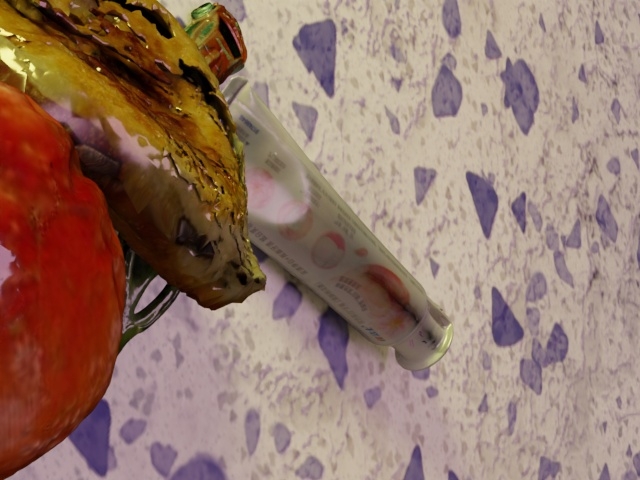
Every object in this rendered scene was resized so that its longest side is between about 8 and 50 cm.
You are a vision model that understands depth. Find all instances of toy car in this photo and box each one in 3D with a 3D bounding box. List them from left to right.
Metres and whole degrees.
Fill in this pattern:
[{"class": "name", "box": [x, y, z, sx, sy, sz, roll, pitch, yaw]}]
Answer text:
[{"class": "toy car", "box": [-0.087, -0.141, 1.422, 0.059, 0.035, 0.122, 62, 38, -19]}]

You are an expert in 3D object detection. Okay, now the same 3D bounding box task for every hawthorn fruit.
[{"class": "hawthorn fruit", "box": [-0.217, -0.004, 0.965, 0.272, 0.242, 0.242, 98, 12, -47]}]

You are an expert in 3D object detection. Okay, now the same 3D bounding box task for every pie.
[{"class": "pie", "box": [-0.140, -0.097, 1.180, 0.308, 0.085, 0.308, 43, 18, -17]}]

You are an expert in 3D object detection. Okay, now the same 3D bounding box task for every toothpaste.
[{"class": "toothpaste", "box": [0.000, 0.000, 1.490, 0.100, 0.066, 0.323, -55, 130, -12]}]

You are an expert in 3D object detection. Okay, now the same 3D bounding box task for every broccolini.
[{"class": "broccolini", "box": [-0.122, 0.016, 1.281, 0.068, 0.091, 0.203, 97, 13, -54]}]
